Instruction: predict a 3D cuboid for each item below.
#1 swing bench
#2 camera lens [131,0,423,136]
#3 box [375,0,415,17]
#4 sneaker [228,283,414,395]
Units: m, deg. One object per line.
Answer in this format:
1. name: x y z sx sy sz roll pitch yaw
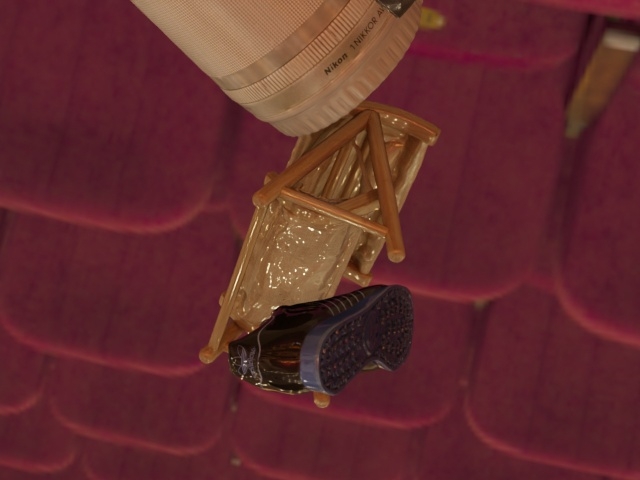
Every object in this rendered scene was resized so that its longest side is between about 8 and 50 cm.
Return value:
1. swing bench: 0.000 0.000 1.535 0.165 0.255 0.253 22 128 -1
2. camera lens: -0.061 -0.265 1.356 0.274 0.219 0.219 44 151 -26
3. box: 0.061 -0.297 0.929 0.183 0.231 0.056 38 -160 -18
4. sneaker: 0.007 0.079 1.160 0.090 0.081 0.232 4 -174 24
